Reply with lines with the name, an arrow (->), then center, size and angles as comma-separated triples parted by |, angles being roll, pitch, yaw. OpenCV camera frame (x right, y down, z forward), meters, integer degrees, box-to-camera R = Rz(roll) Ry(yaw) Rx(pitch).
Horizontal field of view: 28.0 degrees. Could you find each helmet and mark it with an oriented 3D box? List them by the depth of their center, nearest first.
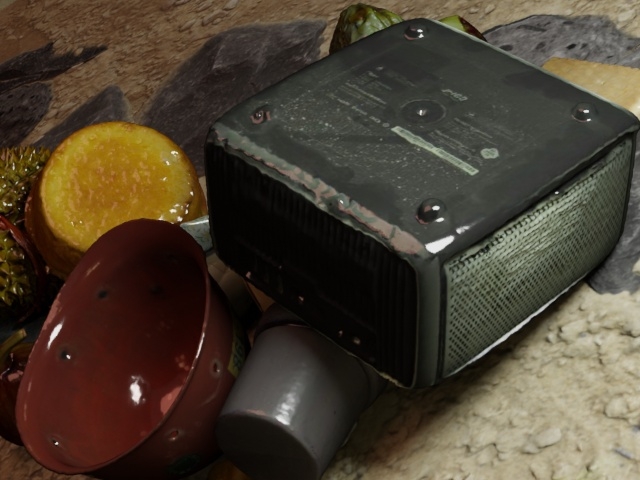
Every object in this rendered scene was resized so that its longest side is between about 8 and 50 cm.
helmet -> -0.220, 0.184, 1.771 | 0.338, 0.230, 0.385 | -30, 42, 21

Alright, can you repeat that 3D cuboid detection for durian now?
durian -> -0.581, -0.009, 2.321 | 0.348, 0.347, 0.384 | -7, 16, 39

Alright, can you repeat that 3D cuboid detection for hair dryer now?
hair dryer -> -0.150, 0.037, 2.048 | 0.296, 0.119, 0.298 | -37, 19, -11

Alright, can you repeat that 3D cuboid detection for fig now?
fig -> -0.462, 0.220, 1.994 | 0.175, 0.207, 0.175 | -21, 46, 24

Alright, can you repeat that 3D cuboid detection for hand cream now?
hand cream -> -0.136, -0.036, 2.116 | 0.194, 0.067, 0.042 | -26, 34, -15

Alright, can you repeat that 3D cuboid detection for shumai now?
shumai -> 0.151, -0.232, 2.040 | 0.264, 0.304, 0.309 | -1, 51, -7

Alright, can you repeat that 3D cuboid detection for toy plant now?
toy plant -> 0.009, 0.135, 1.682 | 0.279, 0.185, 0.400 | -45, 9, 49

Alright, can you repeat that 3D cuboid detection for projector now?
projector -> 0.120, -0.067, 1.580 | 0.405, 0.242, 0.395 | -31, 48, -31

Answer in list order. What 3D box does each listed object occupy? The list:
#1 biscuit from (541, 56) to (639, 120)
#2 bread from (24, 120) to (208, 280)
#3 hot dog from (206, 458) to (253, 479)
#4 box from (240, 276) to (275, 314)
biscuit -> 0.379, -0.200, 1.879 | 0.160, 0.030, 0.250 | -48, 33, -15
bread -> -0.341, -0.061, 2.162 | 0.312, 0.312, 0.172 | -56, -7, -27
hot dog -> -0.104, 0.378, 1.580 | 0.088, 0.061, 0.286 | -24, 33, 15
box -> -0.067, 0.046, 1.882 | 0.111, 0.177, 0.111 | -29, -11, -6
